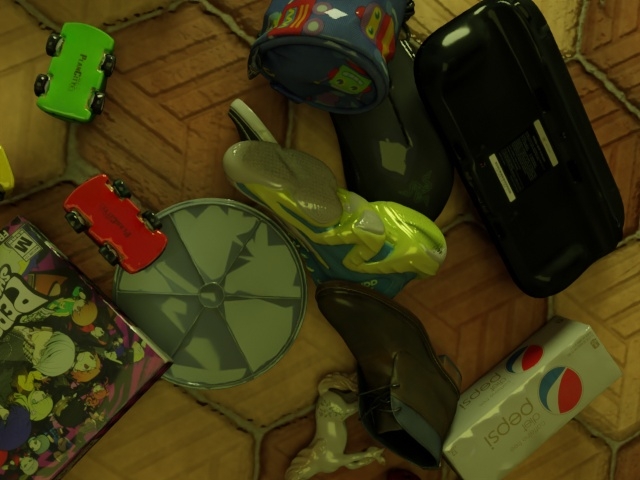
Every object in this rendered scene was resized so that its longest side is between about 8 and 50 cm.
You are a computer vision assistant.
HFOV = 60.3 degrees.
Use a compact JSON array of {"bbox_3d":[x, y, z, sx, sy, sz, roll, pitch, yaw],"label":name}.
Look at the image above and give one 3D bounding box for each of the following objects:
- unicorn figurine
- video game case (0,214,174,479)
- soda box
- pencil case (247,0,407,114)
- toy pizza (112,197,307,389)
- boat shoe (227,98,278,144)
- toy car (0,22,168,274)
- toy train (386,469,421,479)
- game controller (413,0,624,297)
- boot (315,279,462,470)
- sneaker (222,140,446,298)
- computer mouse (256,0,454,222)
[{"bbox_3d":[0.017,0.223,0.605,0.111,0.060,0.162,4,76,-9],"label":"unicorn figurine"},{"bbox_3d":[-0.294,0.127,0.510,0.210,0.042,0.232,43,76,7],"label":"video game case"},{"bbox_3d":[0.227,0.183,0.626,0.216,0.069,0.074,-38,98,-6],"label":"soda box"},{"bbox_3d":[0.025,-0.263,0.513,0.119,0.133,0.306,27,69,-40],"label":"pencil case"},{"bbox_3d":[-0.114,0.056,0.582,0.201,0.032,0.202,0,92,-7],"label":"toy pizza"},{"bbox_3d":[-0.057,-0.081,0.578,0.040,0.049,0.142,-36,100,-5],"label":"boat shoe"},{"bbox_3d":[-0.248,-0.097,0.529,0.238,0.053,0.225,16,76,-16],"label":"toy car"},{"bbox_3d":[0.183,0.336,0.588,0.247,0.143,0.105,11,91,-9],"label":"toy train"},{"bbox_3d":[0.221,-0.095,0.592,0.166,0.067,0.319,-34,105,-9],"label":"game controller"},{"bbox_3d":[0.068,0.136,0.552,0.219,0.082,0.106,42,44,-23],"label":"boot"},{"bbox_3d":[0.000,0.000,0.548,0.240,0.091,0.126,26,125,-11],"label":"sneaker"},{"bbox_3d":[0.062,-0.132,0.582,0.188,0.072,0.272,-24,96,-8],"label":"computer mouse"}]
